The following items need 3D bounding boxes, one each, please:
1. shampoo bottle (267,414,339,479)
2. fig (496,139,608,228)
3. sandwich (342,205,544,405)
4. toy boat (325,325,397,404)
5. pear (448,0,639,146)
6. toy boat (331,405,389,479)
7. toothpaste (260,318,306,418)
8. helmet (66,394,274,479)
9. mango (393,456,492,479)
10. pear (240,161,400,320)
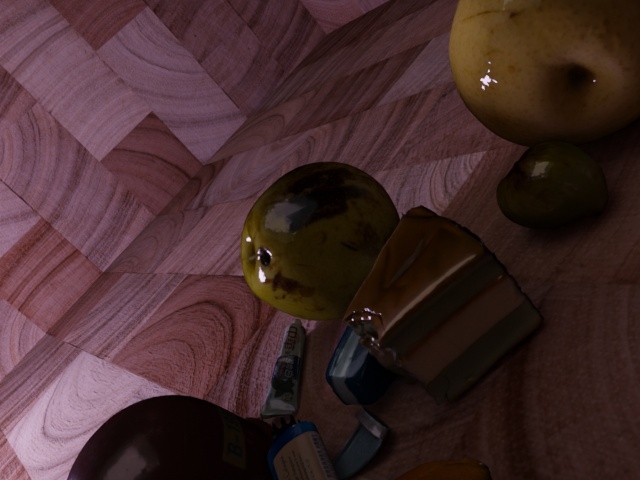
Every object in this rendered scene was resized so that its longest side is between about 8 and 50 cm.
[{"bbox_3d":[-0.023,0.301,0.875,0.087,0.050,0.183,-49,31,11],"label":"shampoo bottle"},{"bbox_3d":[0.321,-0.079,0.952,0.136,0.121,0.153,-51,23,-9],"label":"fig"},{"bbox_3d":[0.138,0.083,0.913,0.198,0.155,0.227,-42,21,1],"label":"sandwich"},{"bbox_3d":[0.112,0.111,0.998,0.062,0.096,0.299,-2,42,44],"label":"toy boat"},{"bbox_3d":[0.361,-0.307,1.025,0.348,0.348,0.348,-36,22,17],"label":"pear"},{"bbox_3d":[0.040,0.283,0.887,0.122,0.034,0.096,-54,17,-6],"label":"toy boat"},{"bbox_3d":[-0.054,0.213,1.161,0.060,0.038,0.233,-7,32,12],"label":"toothpaste"},{"bbox_3d":[-0.237,0.347,0.969,0.337,0.230,0.385,-40,23,8],"label":"helmet"},{"bbox_3d":[0.105,0.287,0.689,0.159,0.084,0.105,-26,16,-21],"label":"mango"},{"bbox_3d":[0.000,0.000,1.146,0.283,0.283,0.283,-36,22,17],"label":"pear"}]
